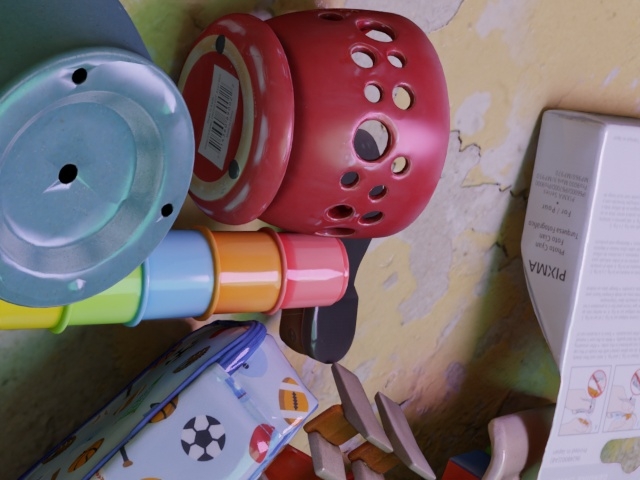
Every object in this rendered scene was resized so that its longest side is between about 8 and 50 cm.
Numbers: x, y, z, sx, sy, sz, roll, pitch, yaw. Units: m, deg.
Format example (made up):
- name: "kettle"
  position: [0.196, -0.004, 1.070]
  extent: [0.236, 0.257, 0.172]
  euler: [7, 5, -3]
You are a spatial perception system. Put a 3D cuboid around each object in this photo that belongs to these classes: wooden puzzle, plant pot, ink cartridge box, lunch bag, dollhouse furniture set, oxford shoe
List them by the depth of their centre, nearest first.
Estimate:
- name: "plant pot"
  position: [-0.228, -0.086, 1.219]
  extent: [0.271, 0.255, 0.272]
  euler: [-22, 129, -30]
- name: "plant pot"
  position: [-0.017, -0.098, 1.452]
  extent: [0.174, 0.191, 0.191]
  euler: [2, 114, -31]
- name: "lunch bag"
  position: [-0.154, 0.190, 1.488]
  extent: [0.303, 0.243, 0.115]
  euler: [-40, 100, -13]
- name: "oxford shoe"
  position: [0.000, 0.000, 1.614]
  extent: [0.076, 0.076, 0.212]
  euler: [14, 90, -43]
- name: "dollhouse furniture set"
  position: [-0.020, 0.240, 1.683]
  extent: [0.262, 0.135, 0.259]
  euler: [-37, 139, 15]
- name: "ink cartridge box"
  position: [0.328, 0.065, 1.867]
  extent: [0.308, 0.091, 0.385]
  euler: [2, 102, -43]
- name: "wooden puzzle"
  position: [0.143, 0.332, 1.872]
  extent: [0.348, 0.080, 0.322]
  euler: [-67, 161, 7]

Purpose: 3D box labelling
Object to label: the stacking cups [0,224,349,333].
- name: "stacking cups"
  position: [-0.130, 0.033, 1.450]
  extent: [0.316, 0.096, 0.096]
  euler: [2, 115, -29]
